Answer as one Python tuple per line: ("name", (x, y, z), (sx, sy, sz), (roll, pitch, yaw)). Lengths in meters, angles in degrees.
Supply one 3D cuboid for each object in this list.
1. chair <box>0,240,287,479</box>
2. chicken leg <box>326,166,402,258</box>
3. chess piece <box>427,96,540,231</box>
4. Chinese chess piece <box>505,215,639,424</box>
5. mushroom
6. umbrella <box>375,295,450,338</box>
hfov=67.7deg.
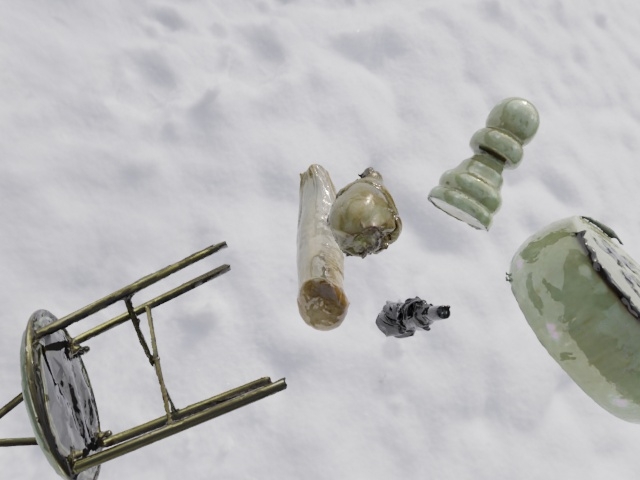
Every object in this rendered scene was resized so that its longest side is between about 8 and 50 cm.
("chair", (-0.206, 0.129, 0.397), (0.325, 0.170, 0.160), (-19, 81, -15))
("chicken leg", (0.068, -0.042, 0.680), (0.103, 0.228, 0.088), (43, 112, -6))
("chess piece", (0.316, -0.152, 0.892), (0.133, 0.133, 0.243), (30, 93, -15))
("Chinese chess piece", (0.477, 0.117, 0.784), (0.349, 0.146, 0.349), (29, 35, -22))
("mushroom", (0.000, 0.000, 0.873), (0.095, 0.123, 0.351), (-9, 46, 5))
("umbrella", (0.235, 0.191, 1.197), (0.118, 0.340, 0.118), (3, 78, -13))
